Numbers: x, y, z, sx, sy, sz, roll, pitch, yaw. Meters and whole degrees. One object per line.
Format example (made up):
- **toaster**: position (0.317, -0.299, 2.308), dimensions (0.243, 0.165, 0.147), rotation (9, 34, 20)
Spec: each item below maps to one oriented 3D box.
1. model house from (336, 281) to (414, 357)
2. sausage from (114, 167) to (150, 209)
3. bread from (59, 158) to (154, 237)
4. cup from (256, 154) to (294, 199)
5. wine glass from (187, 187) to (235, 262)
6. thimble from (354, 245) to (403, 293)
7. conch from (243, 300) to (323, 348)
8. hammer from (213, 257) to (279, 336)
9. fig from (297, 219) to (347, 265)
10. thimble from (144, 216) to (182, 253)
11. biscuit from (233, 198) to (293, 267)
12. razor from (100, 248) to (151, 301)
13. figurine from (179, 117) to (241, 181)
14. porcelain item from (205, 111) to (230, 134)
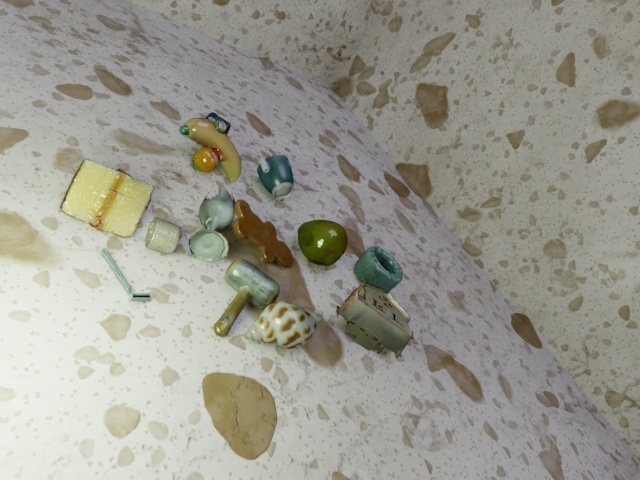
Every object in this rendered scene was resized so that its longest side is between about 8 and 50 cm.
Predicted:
- **model house**: position (0.214, 0.303, 1.830), dimensions (0.326, 0.169, 0.244), rotation (36, 23, -10)
- **sausage**: position (-0.663, -0.180, 1.578), dimensions (0.169, 0.065, 0.065), rotation (38, 30, 1)
- **bread**: position (-0.671, -0.125, 1.419), dimensions (0.239, 0.135, 0.178), rotation (24, 33, -29)
- **cup**: position (-0.203, -0.295, 2.153), dimensions (0.173, 0.167, 0.299), rotation (65, 12, 24)
- **wine glass**: position (-0.393, -0.068, 1.659), dimensions (0.143, 0.143, 0.321), rotation (26, 30, -22)
- **thimble**: position (0.270, 0.140, 2.110), dimensions (0.198, 0.143, 0.235), rotation (12, 40, -41)
- **conch**: position (-0.118, 0.281, 1.482), dimensions (0.274, 0.182, 0.149), rotation (15, 69, -27)
- **hammer**: position (-0.270, 0.201, 1.485), dimensions (0.201, 0.113, 0.305), rotation (35, 38, -2)
- **fig**: position (0.000, 0.009, 1.941), dimensions (0.229, 0.208, 0.207), rotation (6, 29, 10)
- **thimble**: position (-0.519, -0.014, 1.473), dimensions (0.090, 0.102, 0.115), rotation (21, 42, -30)
- **biscuit**: position (-0.227, -0.001, 1.769), dimensions (0.339, 0.047, 0.216), rotation (42, 32, -39)
- **razor**: position (-0.589, 0.104, 1.316), dimensions (0.211, 0.036, 0.084), rotation (43, 6, 18)
- **figurine**: position (-0.475, -0.392, 1.969), dimensions (0.325, 0.124, 0.222), rotation (56, 49, -22)
- **porcelain item**: position (-0.510, -0.523, 2.123), dimensions (0.114, 0.147, 0.147), rotation (33, 30, -10)
